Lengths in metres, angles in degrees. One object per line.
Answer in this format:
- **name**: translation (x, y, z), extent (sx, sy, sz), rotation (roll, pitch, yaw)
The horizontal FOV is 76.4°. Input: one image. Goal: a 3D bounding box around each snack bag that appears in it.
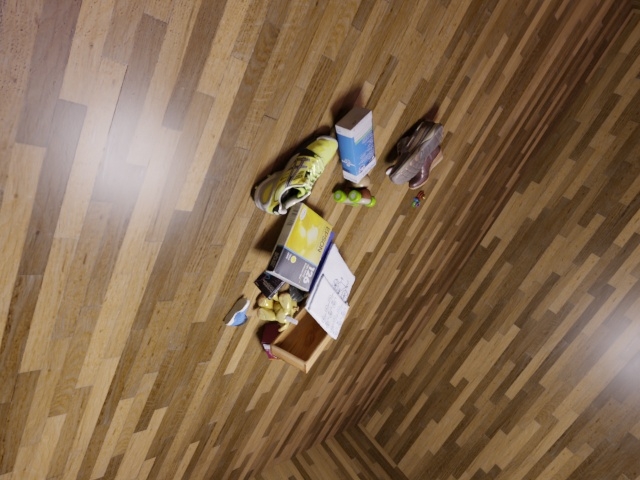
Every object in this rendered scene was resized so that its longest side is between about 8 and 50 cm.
- **snack bag**: translation (0.064, 0.236, 1.869), extent (0.323, 0.037, 0.343), rotation (56, 49, -46)

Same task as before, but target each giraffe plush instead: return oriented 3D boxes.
- **giraffe plush**: translation (-0.170, 0.299, 1.876), extent (0.181, 0.210, 0.170), rotation (-53, 173, 14)

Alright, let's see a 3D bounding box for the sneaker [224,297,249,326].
- **sneaker**: translation (-0.342, 0.316, 1.774), extent (0.152, 0.058, 0.084), rotation (-50, 140, 9)

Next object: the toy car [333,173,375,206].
- **toy car**: translation (0.157, -0.250, 1.766), extent (0.155, 0.148, 0.189), rotation (7, 89, -54)

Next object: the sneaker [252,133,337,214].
- **sneaker**: translation (-0.064, -0.229, 1.490), extent (0.385, 0.147, 0.145), rotation (-46, 143, -9)

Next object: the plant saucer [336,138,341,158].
- **plant saucer**: translation (0.149, -0.408, 1.652), extent (0.198, 0.036, 0.199), rotation (-29, 141, -26)

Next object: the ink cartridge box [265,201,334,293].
- **ink cartridge box**: translation (-0.056, 0.044, 1.696), extent (0.307, 0.072, 0.304), rotation (33, 72, -43)

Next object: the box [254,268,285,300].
- **box**: translation (-0.199, 0.159, 1.735), extent (0.162, 0.116, 0.029), rotation (-50, 143, 0)

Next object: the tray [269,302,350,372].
- **tray**: translation (-0.041, 0.429, 1.970), extent (0.411, 0.202, 0.076), rotation (-46, 146, -42)

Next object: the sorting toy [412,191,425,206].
- **sorting toy**: translation (0.549, -0.221, 2.257), extent (0.061, 0.042, 0.102), rotation (-3, 125, -46)

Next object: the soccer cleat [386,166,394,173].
- **soccer cleat**: translation (0.347, -0.334, 1.936), extent (0.083, 0.035, 0.029), rotation (-28, 140, -27)

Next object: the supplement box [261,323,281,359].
- **supplement box**: translation (-0.227, 0.508, 2.026), extent (0.188, 0.080, 0.104), rotation (80, 15, -48)

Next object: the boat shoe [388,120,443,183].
- **boat shoe**: translation (0.419, -0.407, 1.868), extent (0.355, 0.130, 0.132), rotation (-48, 149, -11)

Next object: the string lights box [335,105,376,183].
- **string lights box**: translation (0.141, -0.363, 1.565), extent (0.133, 0.076, 0.260), rotation (-47, 147, -24)

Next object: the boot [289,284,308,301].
- **boot**: translation (-0.108, 0.147, 1.848), extent (0.161, 0.083, 0.247), rotation (-43, 128, -80)

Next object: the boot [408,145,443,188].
- **boot**: translation (0.490, -0.397, 2.017), extent (0.248, 0.090, 0.206), rotation (-50, 133, 3)
